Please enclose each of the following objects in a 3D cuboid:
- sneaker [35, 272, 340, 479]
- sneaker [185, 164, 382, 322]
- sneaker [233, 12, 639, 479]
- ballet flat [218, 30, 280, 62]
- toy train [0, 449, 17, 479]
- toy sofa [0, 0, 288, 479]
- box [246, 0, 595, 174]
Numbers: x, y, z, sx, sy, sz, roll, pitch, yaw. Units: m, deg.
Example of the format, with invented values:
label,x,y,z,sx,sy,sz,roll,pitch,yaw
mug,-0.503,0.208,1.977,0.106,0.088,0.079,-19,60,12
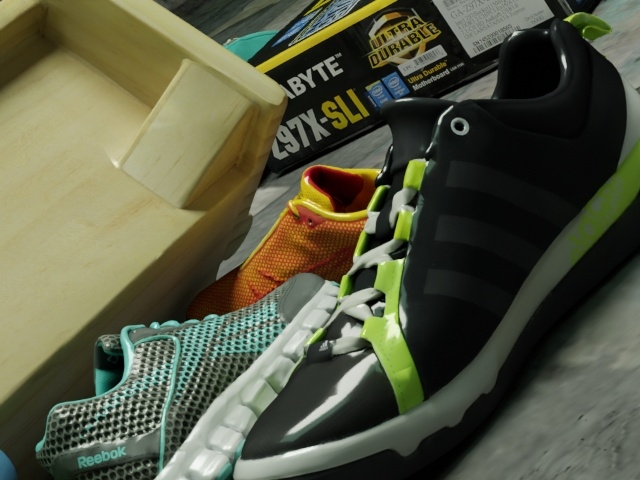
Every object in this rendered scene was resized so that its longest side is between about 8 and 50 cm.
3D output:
label,x,y,z,sx,sy,sz,roll,pitch,yaw
sneaker,-0.047,0.050,0.651,0.166,0.076,0.065,-48,-15,-56
sneaker,0.000,0.000,0.780,0.175,0.067,0.064,-27,16,35
sneaker,0.037,-0.001,0.616,0.234,0.097,0.084,-43,15,-33
ballet flat,-0.067,-0.088,1.255,0.077,0.091,0.241,-53,-1,29
toy train,-0.132,0.124,0.477,0.105,0.143,0.248,-32,13,13
toy sofa,-0.181,0.040,0.741,0.362,0.150,0.177,-46,-15,-41
box,0.104,-0.189,1.193,0.257,0.079,0.322,-27,15,38
